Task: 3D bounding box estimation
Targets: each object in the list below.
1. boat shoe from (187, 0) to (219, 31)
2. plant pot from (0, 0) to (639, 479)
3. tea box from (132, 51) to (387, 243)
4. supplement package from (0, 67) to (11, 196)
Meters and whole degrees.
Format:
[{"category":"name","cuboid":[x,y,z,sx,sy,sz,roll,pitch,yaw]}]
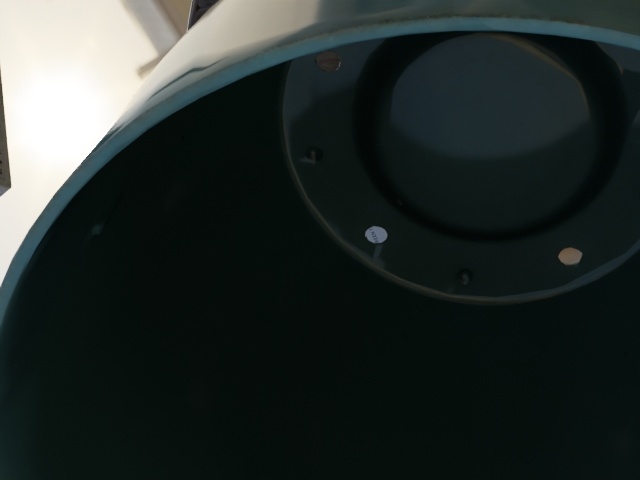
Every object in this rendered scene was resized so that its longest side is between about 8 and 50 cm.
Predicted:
[{"category":"boat shoe","cuboid":[-0.058,-0.107,1.141,0.089,0.285,0.104,-23,-119,-39]},{"category":"plant pot","cuboid":[0.058,0.011,0.527,0.293,0.293,0.235,56,-157,-23]},{"category":"tea box","cuboid":[0.000,0.000,1.485,0.220,0.323,0.329,-82,-27,-51]},{"category":"supplement package","cuboid":[-0.394,-0.135,1.426,0.134,0.139,0.244,17,-129,-41]}]
